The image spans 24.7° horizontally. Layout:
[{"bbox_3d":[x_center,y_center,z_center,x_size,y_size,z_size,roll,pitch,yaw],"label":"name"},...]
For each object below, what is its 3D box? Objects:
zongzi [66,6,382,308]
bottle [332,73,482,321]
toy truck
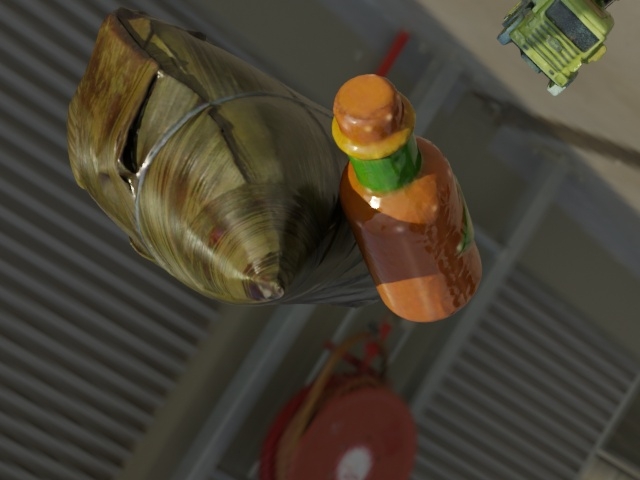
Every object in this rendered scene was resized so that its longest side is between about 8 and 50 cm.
[{"bbox_3d":[0.000,0.000,0.897,0.286,0.138,0.300,24,-168,-35],"label":"zongzi"},{"bbox_3d":[0.045,-0.025,0.825,0.069,0.069,0.187,30,162,30],"label":"bottle"},{"bbox_3d":[0.247,-0.223,1.452,0.085,0.116,0.191,44,-162,-4],"label":"toy truck"}]
